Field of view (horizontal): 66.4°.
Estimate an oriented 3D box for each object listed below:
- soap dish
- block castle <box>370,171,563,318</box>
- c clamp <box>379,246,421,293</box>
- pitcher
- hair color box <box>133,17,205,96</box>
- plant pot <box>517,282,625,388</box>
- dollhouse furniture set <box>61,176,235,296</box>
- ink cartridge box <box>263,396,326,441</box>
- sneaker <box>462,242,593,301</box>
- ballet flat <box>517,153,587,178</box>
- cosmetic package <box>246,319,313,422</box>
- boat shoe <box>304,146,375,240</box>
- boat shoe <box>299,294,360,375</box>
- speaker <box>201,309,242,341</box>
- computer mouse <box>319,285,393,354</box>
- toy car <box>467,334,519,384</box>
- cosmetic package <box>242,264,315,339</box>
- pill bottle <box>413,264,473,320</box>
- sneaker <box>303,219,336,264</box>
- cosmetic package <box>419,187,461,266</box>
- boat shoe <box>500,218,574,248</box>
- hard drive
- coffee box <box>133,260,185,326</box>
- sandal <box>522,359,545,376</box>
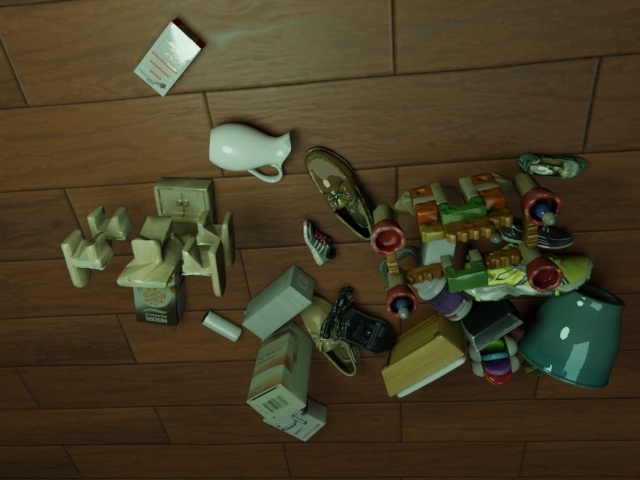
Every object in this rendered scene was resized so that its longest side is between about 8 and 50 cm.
[{"bbox_3d":[0.336,0.364,1.609,0.291,0.229,0.118,-39,96,24],"label":"soap dish"},{"bbox_3d":[0.370,0.022,1.251,0.454,0.212,0.302,-12,122,9],"label":"block castle"},{"bbox_3d":[0.251,0.102,1.516,0.161,0.137,0.022,-40,156,23],"label":"c clamp"},{"bbox_3d":[-0.195,-0.230,1.331,0.207,0.125,0.177,4,139,-11],"label":"pitcher"},{"bbox_3d":[-0.379,-0.458,1.228,0.093,0.053,0.167,41,115,-21],"label":"hair color box"},{"bbox_3d":[0.785,0.266,1.500,0.272,0.271,0.255,12,107,-4],"label":"plant pot"},{"bbox_3d":[-0.409,0.027,1.336,0.362,0.394,0.256,3,123,2],"label":"dollhouse furniture set"},{"bbox_3d":[-0.098,0.680,1.912,0.203,0.086,0.148,32,119,-14],"label":"ink cartridge box"},{"bbox_3d":[0.617,0.083,1.454,0.385,0.145,0.147,-9,103,0],"label":"sneaker"},{"bbox_3d":[0.631,-0.192,1.319,0.189,0.070,0.070,3,123,2],"label":"ballet flat"},{"bbox_3d":[-0.128,0.428,1.631,0.153,0.296,0.129,-34,113,21],"label":"cosmetic package"},{"bbox_3d":[0.067,-0.130,1.374,0.111,0.104,0.307,-34,114,23],"label":"boat shoe"},{"bbox_3d":[0.035,0.324,1.662,0.122,0.110,0.341,-29,116,20],"label":"boat shoe"},{"bbox_3d":[-0.345,0.298,1.705,0.136,0.055,0.055,33,119,-17],"label":"speaker"},{"bbox_3d":[0.126,0.285,1.637,0.272,0.072,0.188,33,78,-23],"label":"computer mouse"},{"bbox_3d":[0.597,0.416,1.665,0.159,0.136,0.182,-12,121,12],"label":"toy car"},{"bbox_3d":[-0.137,0.202,1.588,0.107,0.127,0.238,39,119,-18],"label":"cosmetic package"},{"bbox_3d":[0.376,0.159,1.535,0.193,0.108,0.108,37,118,-19],"label":"pill bottle"},{"bbox_3d":[0.000,0.000,1.489,0.075,0.063,0.170,-16,125,14],"label":"sneaker"},{"bbox_3d":[0.345,-0.026,1.416,0.086,0.117,0.231,2,124,1],"label":"cosmetic package"},{"bbox_3d":[0.636,-0.025,1.420,0.206,0.075,0.064,6,126,6],"label":"boat shoe"},{"bbox_3d":[0.506,0.233,1.486,0.172,0.254,0.054,-37,93,13],"label":"hard drive"},{"bbox_3d":[-0.526,0.153,1.599,0.141,0.098,0.246,7,123,0],"label":"coffee box"},{"bbox_3d":[0.793,0.418,1.702,0.049,0.072,0.180,28,118,-38],"label":"sandal"}]
